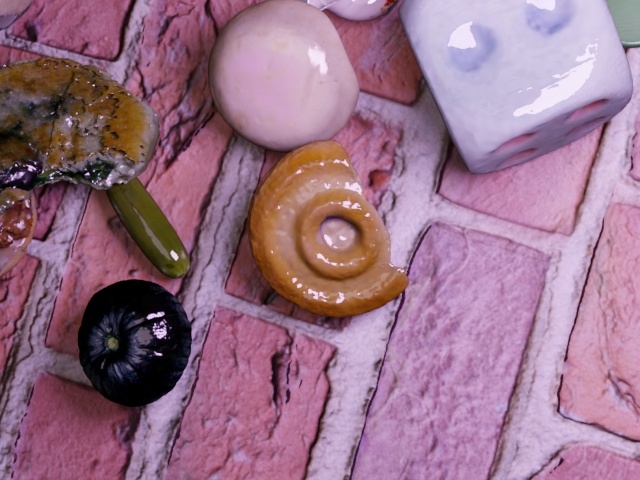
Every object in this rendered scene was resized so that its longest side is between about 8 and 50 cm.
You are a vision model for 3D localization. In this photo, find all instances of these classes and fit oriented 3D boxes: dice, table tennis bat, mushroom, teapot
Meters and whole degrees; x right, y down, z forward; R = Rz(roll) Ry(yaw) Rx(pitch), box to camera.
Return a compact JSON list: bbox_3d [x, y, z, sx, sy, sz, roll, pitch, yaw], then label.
[{"bbox_3d":[0.280,-0.266,1.599,0.262,0.268,0.265,-24,78,10],"label":"dice"},{"bbox_3d":[0.506,-0.410,1.684,0.160,0.039,0.257,40,99,15],"label":"table tennis bat"},{"bbox_3d":[-0.050,-0.263,1.724,0.246,0.202,0.246,17,131,20],"label":"mushroom"},{"bbox_3d":[0.072,-0.423,1.755,0.145,0.092,0.226,44,85,12],"label":"teapot"}]

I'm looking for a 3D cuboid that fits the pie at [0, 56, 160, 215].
[{"bbox_3d":[-0.448,-0.176,1.791,0.371,0.078,0.296,-17,58,-19],"label":"pie"}]

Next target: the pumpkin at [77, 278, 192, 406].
[{"bbox_3d":[-0.292,0.161,1.754,0.202,0.140,0.202,-3,84,29],"label":"pumpkin"}]

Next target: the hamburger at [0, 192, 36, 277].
[{"bbox_3d":[-0.581,-0.076,1.840,0.245,0.155,0.282,11,80,9],"label":"hamburger"}]

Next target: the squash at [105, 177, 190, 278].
[{"bbox_3d":[-0.294,-0.041,1.813,0.066,0.066,0.252,-38,76,7],"label":"squash"}]

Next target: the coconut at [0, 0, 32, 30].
[{"bbox_3d":[-0.583,-0.441,1.855,0.241,0.241,0.241,-2,83,13],"label":"coconut"}]

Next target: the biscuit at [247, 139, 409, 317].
[{"bbox_3d":[0.000,0.000,1.684,0.213,0.091,0.274,-31,103,10],"label":"biscuit"}]
